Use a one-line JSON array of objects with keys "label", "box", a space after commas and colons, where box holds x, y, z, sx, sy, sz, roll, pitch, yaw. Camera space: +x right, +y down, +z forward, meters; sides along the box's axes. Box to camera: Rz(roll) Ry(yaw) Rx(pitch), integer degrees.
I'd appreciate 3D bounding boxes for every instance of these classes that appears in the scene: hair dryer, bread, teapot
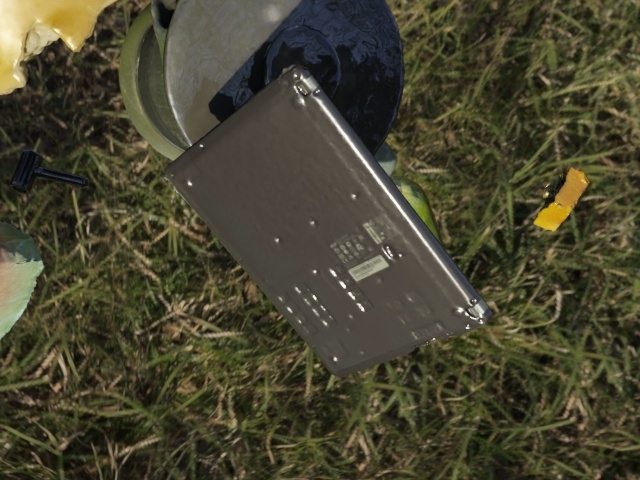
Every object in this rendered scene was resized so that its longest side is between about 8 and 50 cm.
[{"label": "hair dryer", "box": [-0.310, -0.072, 0.834, 0.083, 0.026, 0.047, 13, 69, -5]}, {"label": "bread", "box": [-0.251, -0.268, 0.752, 0.211, 0.183, 0.224, 1, 112, -18]}, {"label": "teapot", "box": [-0.043, -0.130, 0.652, 0.270, 0.337, 0.200, 35, 89, -22]}]

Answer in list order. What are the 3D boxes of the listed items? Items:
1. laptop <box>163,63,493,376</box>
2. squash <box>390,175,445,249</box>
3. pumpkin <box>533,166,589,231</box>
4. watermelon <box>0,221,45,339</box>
[{"label": "laptop", "box": [0.000, 0.000, 0.425, 0.180, 0.129, 0.016, 51, 39, -12]}, {"label": "squash", "box": [0.104, -0.003, 0.807, 0.066, 0.229, 0.066, -7, 66, 16]}, {"label": "pumpkin", "box": [0.357, -0.062, 1.084, 0.054, 0.083, 0.074, 34, 68, 7]}, {"label": "watermelon", "box": [-0.412, 0.050, 0.684, 0.140, 0.193, 0.257, 45, 28, 14]}]
